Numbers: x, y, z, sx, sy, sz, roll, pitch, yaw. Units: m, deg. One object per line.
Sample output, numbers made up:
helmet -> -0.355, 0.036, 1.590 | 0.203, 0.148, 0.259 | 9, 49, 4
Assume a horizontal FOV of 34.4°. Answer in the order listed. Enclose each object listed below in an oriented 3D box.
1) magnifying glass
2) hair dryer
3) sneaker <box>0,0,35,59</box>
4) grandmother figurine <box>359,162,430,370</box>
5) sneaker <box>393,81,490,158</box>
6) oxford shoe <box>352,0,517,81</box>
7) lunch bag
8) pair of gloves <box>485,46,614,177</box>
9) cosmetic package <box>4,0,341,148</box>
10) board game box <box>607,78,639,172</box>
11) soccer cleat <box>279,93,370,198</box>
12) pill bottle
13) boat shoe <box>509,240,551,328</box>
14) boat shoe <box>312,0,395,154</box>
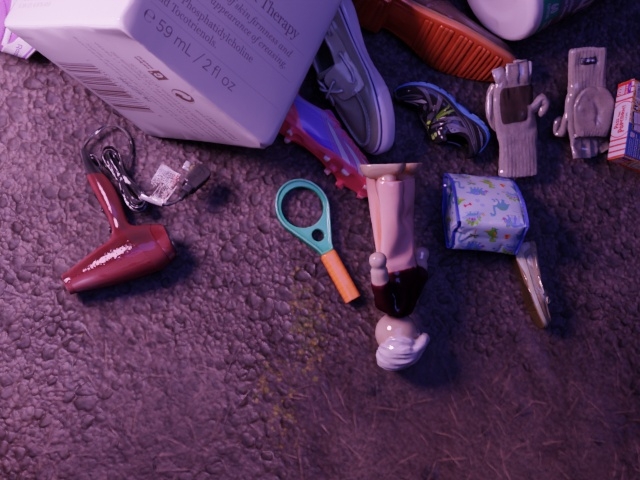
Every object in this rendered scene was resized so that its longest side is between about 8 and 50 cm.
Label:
magnifying glass -> 0.000, 0.000, 1.760 | 0.092, 0.026, 0.231 | -27, 84, -13
hair dryer -> -0.330, -0.033, 1.709 | 0.224, 0.080, 0.293 | 22, 70, 13
sneaker -> -0.486, -0.434, 1.756 | 0.161, 0.102, 0.282 | 25, 70, -22
grandmother figurine -> 0.125, 0.044, 1.702 | 0.208, 0.104, 0.342 | -6, 96, -51
sneaker -> 0.208, -0.211, 1.810 | 0.188, 0.067, 0.078 | 35, 70, -3
oxford shoe -> 0.196, -0.405, 1.822 | 0.364, 0.130, 0.132 | 28, 63, -8
lunch bag -> 0.278, -0.055, 1.777 | 0.129, 0.096, 0.151 | 5, 49, -7
pair of gloves -> 0.403, -0.226, 1.820 | 0.240, 0.042, 0.204 | -14, 103, -14
cosmetic package -> -0.199, -0.399, 1.596 | 0.329, 0.327, 0.393 | 37, 72, -42
board game box -> 0.608, -0.185, 1.844 | 0.194, 0.045, 0.146 | 18, 75, -23
soccer cleat -> 0.022, -0.168, 1.771 | 0.248, 0.083, 0.095 | 37, 71, 3
pill bottle -> 0.443, -0.512, 1.827 | 0.361, 0.204, 0.204 | -30, 84, -18
boat shoe -> 0.371, 0.075, 1.783 | 0.048, 0.056, 0.153 | -16, 74, -6
boat shoe -> 0.034, -0.283, 1.759 | 0.094, 0.109, 0.302 | -22, 91, -32
